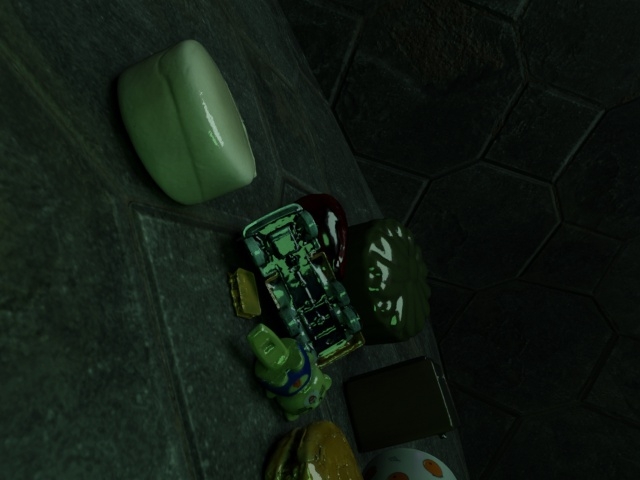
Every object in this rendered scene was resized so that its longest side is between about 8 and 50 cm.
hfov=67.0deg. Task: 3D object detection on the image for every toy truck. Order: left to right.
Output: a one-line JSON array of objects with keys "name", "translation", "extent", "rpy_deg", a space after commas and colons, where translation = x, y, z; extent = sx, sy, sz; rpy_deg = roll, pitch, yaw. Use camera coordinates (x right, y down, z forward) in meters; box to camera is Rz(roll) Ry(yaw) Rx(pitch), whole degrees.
[{"name": "toy truck", "translation": [-0.045, 0.084, 0.937], "extent": [0.305, 0.136, 0.162], "rpy_deg": [66, -15, -11]}]

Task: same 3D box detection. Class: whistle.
[{"name": "whistle", "translation": [-0.055, 0.221, 0.817], "extent": [0.085, 0.105, 0.227], "rpy_deg": [30, -25, 51]}]

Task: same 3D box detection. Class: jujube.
[{"name": "jujube", "translation": [0.000, 0.000, 1.205], "extent": [0.168, 0.168, 0.236], "rpy_deg": [24, 50, -69]}]

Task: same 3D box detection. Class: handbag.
[{"name": "handbag", "translation": [-0.134, 0.094, 0.854], "extent": [0.061, 0.027, 0.083], "rpy_deg": [37, 36, -63]}]

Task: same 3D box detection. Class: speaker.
[{"name": "speaker", "translation": [0.201, 0.407, 1.194], "extent": [0.153, 0.231, 0.192], "rpy_deg": [37, 35, -63]}]

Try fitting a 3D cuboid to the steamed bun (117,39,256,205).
[{"name": "steamed bun", "translation": [-0.206, -0.182, 0.747], "extent": [0.164, 0.146, 0.241], "rpy_deg": [5, 64, -78]}]

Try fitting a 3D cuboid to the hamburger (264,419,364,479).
[{"name": "hamburger", "translation": [0.000, 0.402, 0.770], "extent": [0.213, 0.108, 0.213], "rpy_deg": [55, 17, -27]}]

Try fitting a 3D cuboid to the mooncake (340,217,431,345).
[{"name": "mooncake", "translation": [0.171, 0.115, 1.360], "extent": [0.356, 0.194, 0.356], "rpy_deg": [17, 68, -48]}]

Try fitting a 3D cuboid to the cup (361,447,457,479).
[{"name": "cup", "translation": [0.152, 0.558, 0.863], "extent": [0.212, 0.212, 0.317], "rpy_deg": [67, 16, -5]}]
